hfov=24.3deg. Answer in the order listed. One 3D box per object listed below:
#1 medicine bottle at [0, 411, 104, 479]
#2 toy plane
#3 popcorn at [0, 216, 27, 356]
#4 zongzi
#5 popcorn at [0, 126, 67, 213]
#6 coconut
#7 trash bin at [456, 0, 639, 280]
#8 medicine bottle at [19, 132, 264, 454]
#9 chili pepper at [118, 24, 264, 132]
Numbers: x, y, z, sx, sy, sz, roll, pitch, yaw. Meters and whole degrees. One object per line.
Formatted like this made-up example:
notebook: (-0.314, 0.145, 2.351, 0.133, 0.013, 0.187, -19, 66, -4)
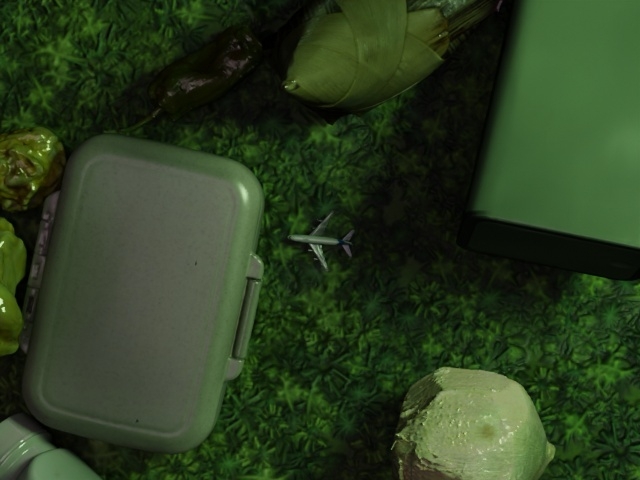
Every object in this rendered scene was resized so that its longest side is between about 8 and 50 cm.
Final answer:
medicine bottle: (-0.299, 0.346, 1.831, 0.296, 0.161, 0.111, 41, 98, 14)
toy plane: (0.001, 0.000, 1.868, 0.084, 0.024, 0.078, 6, 95, 10)
popcorn: (-0.460, 0.079, 1.805, 0.195, 0.255, 0.256, 34, 64, -17)
zongzi: (0.082, -0.245, 1.700, 0.289, 0.317, 0.154, -34, 98, 6)
popcorn: (-0.374, -0.085, 1.846, 0.120, 0.116, 0.106, -18, 104, -37)
coconut: (0.188, 0.247, 1.796, 0.194, 0.194, 0.194, 0, 94, 4)
trash bin: (0.304, -0.148, 1.732, 0.223, 0.158, 0.343, 12, 78, 3)
medicine bottle: (-0.217, 0.065, 1.836, 0.282, 0.123, 0.375, 13, 94, 4)
chili pepper: (-0.163, -0.196, 1.846, 0.204, 0.073, 0.072, -33, 56, 1)
